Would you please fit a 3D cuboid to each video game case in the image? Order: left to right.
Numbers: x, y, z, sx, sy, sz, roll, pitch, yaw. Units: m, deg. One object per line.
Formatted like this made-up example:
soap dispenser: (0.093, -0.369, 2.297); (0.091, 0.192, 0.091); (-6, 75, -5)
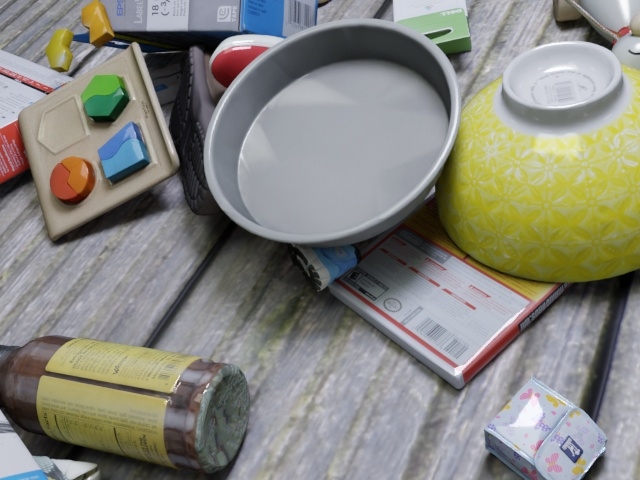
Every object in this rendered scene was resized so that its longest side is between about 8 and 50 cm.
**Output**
video game case: (0.175, 0.012, 0.860); (0.285, 0.025, 0.204); (-38, 46, -18)

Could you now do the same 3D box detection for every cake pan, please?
cake pan: (0.014, -0.116, 0.866); (0.293, 0.054, 0.293); (-9, 60, 16)

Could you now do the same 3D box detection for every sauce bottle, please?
sauce bottle: (-0.241, 0.153, 0.806); (0.344, 0.111, 0.111); (7, 49, 25)

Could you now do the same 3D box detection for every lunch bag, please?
lunch bag: (0.195, 0.171, 0.675); (0.071, 0.053, 0.083); (-41, 56, -19)

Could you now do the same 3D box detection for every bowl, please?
bowl: (0.255, -0.112, 0.825); (0.289, 0.156, 0.290); (-10, 44, 10)

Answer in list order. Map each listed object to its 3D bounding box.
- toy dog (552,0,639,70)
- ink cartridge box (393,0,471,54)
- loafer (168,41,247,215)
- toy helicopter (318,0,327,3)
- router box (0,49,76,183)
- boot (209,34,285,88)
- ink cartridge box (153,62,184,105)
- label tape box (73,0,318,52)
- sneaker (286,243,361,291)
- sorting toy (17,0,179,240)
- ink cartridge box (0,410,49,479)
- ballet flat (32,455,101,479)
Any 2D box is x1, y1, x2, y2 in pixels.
toy dog: (0.394, -0.329, 1.001); (0.220, 0.161, 0.334); (-17, 35, -3)
ink cartridge box: (0.167, -0.326, 1.176); (0.108, 0.062, 0.209); (-8, 45, 12)
loafer: (-0.128, -0.149, 1.083); (0.130, 0.134, 0.366); (9, 38, -22)
toy helicopter: (-0.136, -0.483, 1.425); (0.355, 0.140, 0.235); (13, 42, 16)
router box: (-0.575, -0.191, 1.259); (0.335, 0.082, 0.301); (25, 50, 37)
boot: (-0.025, -0.158, 0.986); (0.244, 0.088, 0.176); (18, 43, -20)
ink cartridge box: (-0.246, -0.261, 1.283); (0.048, 0.028, 0.083); (-17, 43, 3)
label tape box: (-0.205, -0.357, 1.222); (0.333, 0.106, 0.240); (6, 8, 24)
sneaker: (0.000, 0.000, 0.904); (0.073, 0.063, 0.162); (-21, 34, -10)
sorting toy: (-0.332, -0.180, 1.092); (0.229, 0.041, 0.307); (-28, 69, 15)
ink cartridge box: (-0.331, 0.230, 0.706); (0.086, 0.148, 0.203); (-1, 33, -49)
ballet flat: (-0.224, 0.253, 0.734); (0.221, 0.077, 0.079); (24, 41, 35)
